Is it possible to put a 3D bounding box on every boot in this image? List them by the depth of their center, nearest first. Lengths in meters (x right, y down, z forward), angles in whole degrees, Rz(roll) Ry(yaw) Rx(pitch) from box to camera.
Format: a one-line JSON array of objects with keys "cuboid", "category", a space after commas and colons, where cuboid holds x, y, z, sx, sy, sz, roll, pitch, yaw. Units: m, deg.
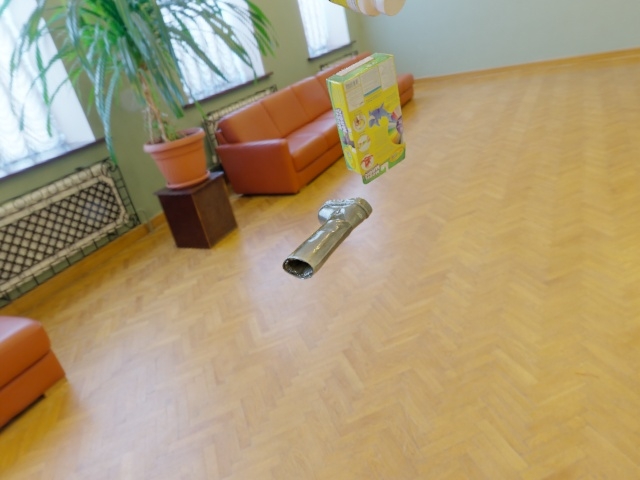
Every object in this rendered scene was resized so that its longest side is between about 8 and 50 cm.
[{"cuboid": [-0.002, -0.001, 0.980, 0.208, 0.076, 0.190, -51, 15, -25], "category": "boot"}]

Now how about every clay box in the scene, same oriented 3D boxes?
[{"cuboid": [0.097, -0.231, 0.902, 0.128, 0.221, 0.053, -34, 43, -20], "category": "clay box"}]

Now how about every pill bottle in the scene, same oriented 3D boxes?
[{"cuboid": [0.061, -0.350, 0.641, 0.065, 0.065, 0.116, -30, 51, -31], "category": "pill bottle"}]
